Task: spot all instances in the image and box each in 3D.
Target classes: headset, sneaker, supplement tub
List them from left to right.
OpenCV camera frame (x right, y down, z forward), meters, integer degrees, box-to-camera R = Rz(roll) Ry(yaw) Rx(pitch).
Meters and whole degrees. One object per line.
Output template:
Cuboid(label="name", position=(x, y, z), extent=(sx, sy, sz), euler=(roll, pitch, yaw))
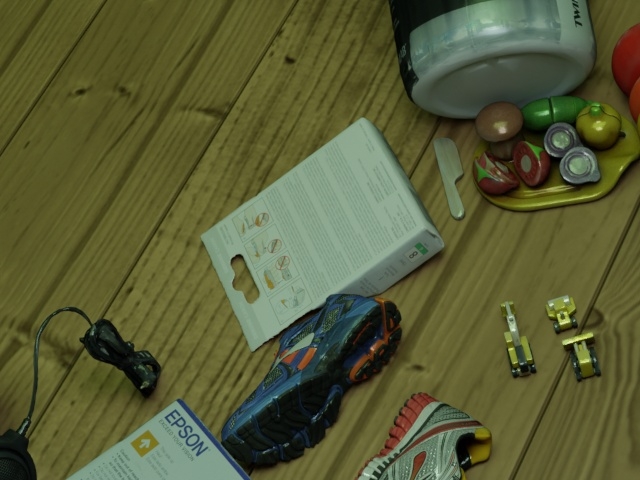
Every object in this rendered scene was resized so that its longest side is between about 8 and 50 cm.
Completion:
Cuboid(label="headset", position=(-0.351, 0.210, 1.810), extent=(0.394, 0.185, 0.243), euler=(-37, 53, 8))
Cuboid(label="sneaker", position=(-0.017, 0.134, 1.776), extent=(0.221, 0.083, 0.087), euler=(-41, 38, -22))
Cuboid(label="sneaker", position=(0.086, 0.228, 1.632), extent=(0.093, 0.088, 0.225), euler=(17, 47, 21))
Cuboid(label="supplement tub", position=(0.165, -0.317, 1.914), extent=(0.207, 0.207, 0.338), euler=(-11, 72, 10))

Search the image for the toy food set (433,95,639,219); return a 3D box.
Cuboid(label="toy food set", position=(0.220, -0.100, 1.872), extent=(0.218, 0.071, 0.128), euler=(-10, 51, 11))

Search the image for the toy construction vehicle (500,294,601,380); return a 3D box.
Cuboid(label="toy construction vehicle", position=(0.220, 0.092, 1.745), extent=(0.086, 0.035, 0.098), euler=(-14, 50, 8))

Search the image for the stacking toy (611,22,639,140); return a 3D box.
Cuboid(label="stacking toy", position=(0.368, -0.100, 1.799), extent=(0.141, 0.141, 0.330), euler=(-19, 42, 4))

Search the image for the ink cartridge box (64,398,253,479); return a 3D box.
Cuboid(label="ink cartridge box", position=(-0.171, 0.350, 1.655), extent=(0.330, 0.071, 0.324), euler=(-34, 51, -13))

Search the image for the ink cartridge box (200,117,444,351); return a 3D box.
Cuboid(label="ink cartridge box", position=(0.000, 0.000, 1.897), extent=(0.225, 0.056, 0.181), euler=(-37, 48, 13))
